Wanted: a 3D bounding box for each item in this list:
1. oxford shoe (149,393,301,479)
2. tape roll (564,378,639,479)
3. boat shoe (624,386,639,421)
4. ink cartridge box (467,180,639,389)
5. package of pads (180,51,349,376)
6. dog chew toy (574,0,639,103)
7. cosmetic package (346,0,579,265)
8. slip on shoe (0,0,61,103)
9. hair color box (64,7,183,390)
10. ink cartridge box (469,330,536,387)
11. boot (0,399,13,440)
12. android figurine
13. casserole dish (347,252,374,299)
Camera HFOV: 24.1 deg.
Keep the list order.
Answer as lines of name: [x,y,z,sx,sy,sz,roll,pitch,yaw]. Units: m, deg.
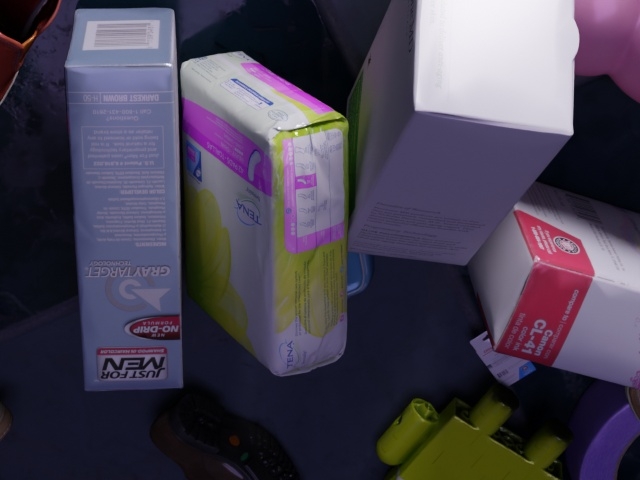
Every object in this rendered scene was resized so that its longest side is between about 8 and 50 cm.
oxford shoe: [-0.115,0.272,1.856,0.227,0.083,0.096,39,130,-22]
tape roll: [0.450,0.269,1.882,0.274,0.090,0.275,-1,117,-3]
boat shoe: [0.428,0.227,1.769,0.068,0.072,0.190,-37,113,13]
ink cartridge box: [0.336,0.058,1.692,0.306,0.226,0.131,17,114,-12]
package of pads: [-0.060,-0.028,1.610,0.101,0.229,0.297,-15,121,-27]
dog chew toy: [0.303,-0.253,1.558,0.331,0.207,0.207,14,115,-2]
cosmetic package: [0.127,-0.127,1.495,0.155,0.197,0.365,7,158,-7]
slip on shoe: [-0.348,-0.223,1.568,0.123,0.101,0.331,33,111,-20]
hair color box: [-0.207,-0.044,1.619,0.113,0.185,0.375,-2,116,-4]
ink cartridge box: [0.220,0.134,1.830,0.048,0.028,0.083,-33,115,11]
boot: [-0.411,0.323,1.835,0.203,0.095,0.262,39,109,-20]
android figurine: [0.186,0.302,1.880,0.248,0.056,0.273,30,119,-10]
casserole dish: [0.000,0.000,1.742,0.114,0.037,0.188,-13,116,2]
